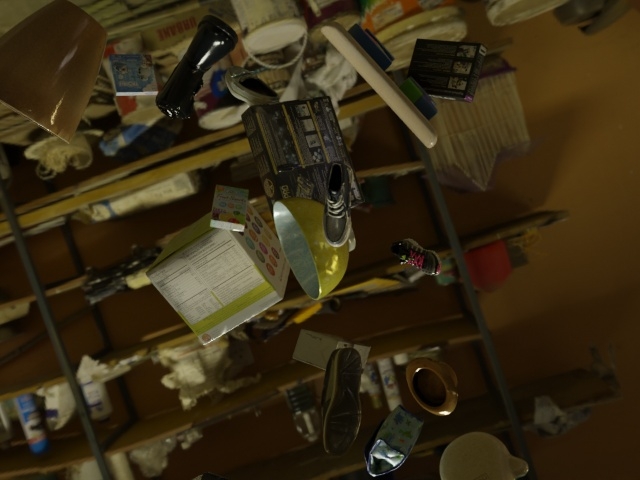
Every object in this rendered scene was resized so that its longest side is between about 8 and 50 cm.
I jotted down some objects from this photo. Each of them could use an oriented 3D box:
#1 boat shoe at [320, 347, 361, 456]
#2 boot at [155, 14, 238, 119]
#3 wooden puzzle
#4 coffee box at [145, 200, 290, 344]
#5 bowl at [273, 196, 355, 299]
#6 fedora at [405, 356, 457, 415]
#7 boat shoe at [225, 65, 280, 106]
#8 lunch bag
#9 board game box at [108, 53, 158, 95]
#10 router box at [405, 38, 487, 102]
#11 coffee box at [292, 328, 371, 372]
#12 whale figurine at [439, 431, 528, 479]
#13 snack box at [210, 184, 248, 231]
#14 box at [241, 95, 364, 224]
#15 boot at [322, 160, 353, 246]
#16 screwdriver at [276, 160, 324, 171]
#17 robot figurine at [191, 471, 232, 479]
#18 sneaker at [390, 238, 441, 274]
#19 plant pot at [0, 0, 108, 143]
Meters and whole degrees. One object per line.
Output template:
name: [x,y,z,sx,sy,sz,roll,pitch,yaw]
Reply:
boat shoe: [0.040,0.342,1.190,0.080,0.223,0.073,12,168,-22]
boot: [-0.293,-0.388,1.288,0.094,0.207,0.246,29,169,-23]
wooden puzzle: [0.153,-0.360,1.227,0.080,0.322,0.348,-43,-174,16]
coffee box: [-0.343,0.088,1.967,0.338,0.334,0.337,-32,-162,14]
bowl: [0.000,0.000,1.503,0.156,0.289,0.289,-23,-176,-17]
fedora: [0.338,0.413,1.617,0.079,0.194,0.194,-22,-175,-36]
boat shoe: [-0.238,-0.545,1.980,0.118,0.320,0.103,-17,141,-28]
lunch bag: [0.176,0.508,1.394,0.129,0.096,0.151,-43,159,-46]
board game box: [-0.416,-0.369,1.234,0.090,0.090,0.020,-10,175,-28]
router box: [0.302,-0.419,1.362,0.179,0.133,0.046,22,-169,37]
coffee box: [0.042,0.357,1.771,0.141,0.098,0.246,14,173,32]
whale figurine: [0.399,0.590,1.302,0.216,0.141,0.272,-34,-145,4]
snack box: [-0.271,-0.098,1.653,0.100,0.141,0.037,10,140,-12]
box: [-0.054,-0.269,1.845,0.318,0.394,0.097,-17,178,-33]
boot: [0.032,-0.080,1.233,0.069,0.189,0.086,4,-179,15]
screwdriver: [-0.057,-0.223,1.634,0.170,0.024,0.025,-18,-141,-39]
robot figurine: [-0.296,0.813,1.658,0.278,0.209,0.173,10,161,26]
sneaker: [0.241,0.044,1.433,0.075,0.063,0.170,-3,-154,-29]
plant pot: [-0.583,-0.381,1.196,0.254,0.237,0.237,-59,-171,-7]
